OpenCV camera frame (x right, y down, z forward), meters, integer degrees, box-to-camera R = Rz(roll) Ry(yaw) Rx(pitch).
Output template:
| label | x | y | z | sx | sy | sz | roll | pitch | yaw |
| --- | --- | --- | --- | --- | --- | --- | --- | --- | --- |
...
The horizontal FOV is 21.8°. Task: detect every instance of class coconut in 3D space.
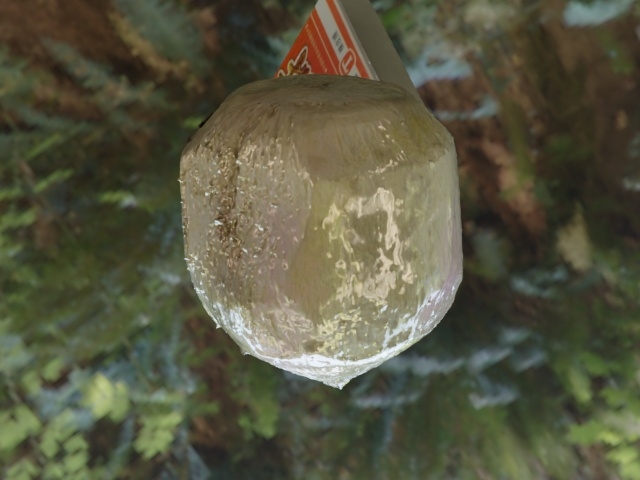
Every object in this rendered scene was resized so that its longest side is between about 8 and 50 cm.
| label | x | y | z | sx | sy | sz | roll | pitch | yaw |
| --- | --- | --- | --- | --- | --- | --- | --- | --- | --- |
| coconut | 0.000 | 0.000 | 0.640 | 0.110 | 0.124 | 0.110 | -1 | -162 | 0 |

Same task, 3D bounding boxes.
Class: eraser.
| label | x | y | z | sx | sy | sz | roll | pitch | yaw |
| --- | --- | --- | --- | --- | --- | --- | --- | --- | --- |
| eraser | -0.012 | -0.048 | 1.188 | 0.230 | 0.038 | 0.157 | -58 | -144 | 31 |
